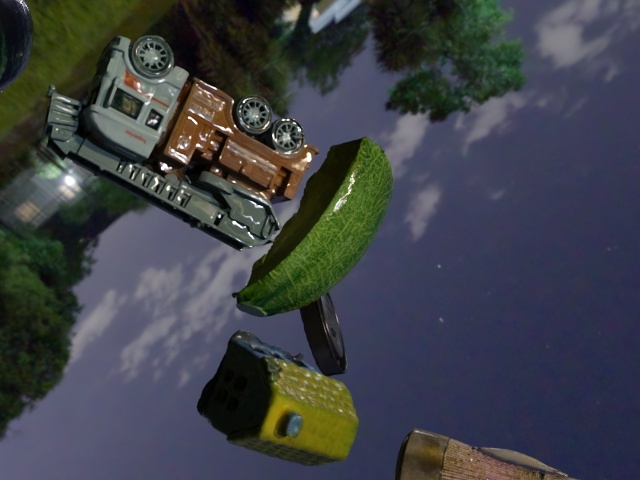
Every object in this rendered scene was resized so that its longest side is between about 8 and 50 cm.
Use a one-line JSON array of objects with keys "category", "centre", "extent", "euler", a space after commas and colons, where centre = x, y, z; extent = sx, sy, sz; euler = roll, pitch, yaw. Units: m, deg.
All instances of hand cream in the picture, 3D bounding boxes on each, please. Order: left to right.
[{"category": "hand cream", "centre": [0.175, 0.241, 0.662], "extent": [0.203, 0.084, 0.084], "euler": [6, -134, 21]}]

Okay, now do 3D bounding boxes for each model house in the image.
[{"category": "model house", "centre": [-0.081, 0.351, 1.427], "extent": [0.303, 0.237, 0.215], "euler": [19, -96, 58]}]

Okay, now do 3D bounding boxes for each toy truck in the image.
[{"category": "toy truck", "centre": [-0.186, -0.126, 0.899], "extent": [0.133, 0.338, 0.184], "euler": [-6, -119, 61]}]

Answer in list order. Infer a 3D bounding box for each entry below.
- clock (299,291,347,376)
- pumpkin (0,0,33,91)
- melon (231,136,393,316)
[{"category": "clock", "centre": [0.003, 0.155, 1.238], "extent": [0.040, 0.184, 0.184], "euler": [-17, -151, 7]}, {"category": "pumpkin", "centre": [-0.606, -0.307, 1.033], "extent": [0.315, 0.316, 0.238], "euler": [-105, -155, -63]}, {"category": "melon", "centre": [0.000, 0.000, 1.097], "extent": [0.124, 0.196, 0.323], "euler": [24, -111, 27]}]
